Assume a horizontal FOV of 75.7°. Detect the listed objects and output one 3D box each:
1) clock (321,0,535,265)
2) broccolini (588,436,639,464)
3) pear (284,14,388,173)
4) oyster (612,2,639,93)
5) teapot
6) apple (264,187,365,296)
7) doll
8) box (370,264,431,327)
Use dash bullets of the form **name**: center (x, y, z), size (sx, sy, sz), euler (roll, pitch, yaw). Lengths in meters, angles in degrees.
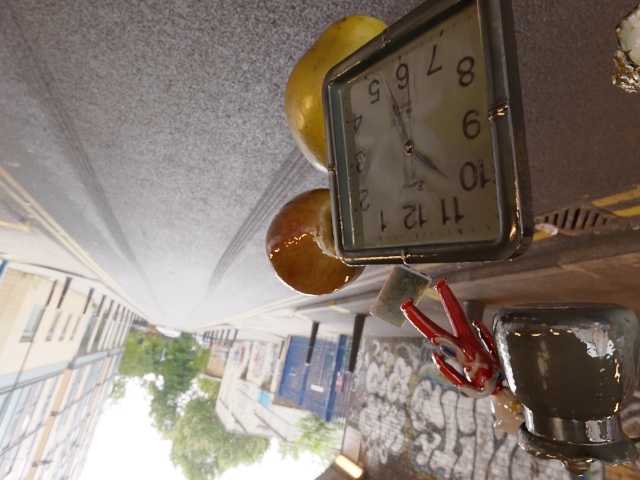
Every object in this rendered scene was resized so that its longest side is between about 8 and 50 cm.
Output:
- **clock**: center (0.103, -0.111, 0.478), size (0.049, 0.279, 0.273), euler (-5, 179, -35)
- **broccolini**: center (0.682, 0.458, 0.954), size (0.271, 0.062, 0.123), euler (-13, -176, -9)
- **pear**: center (0.080, -0.388, 1.156), size (0.362, 0.418, 0.362), euler (6, -160, -2)
- **oyster**: center (0.697, -0.365, 0.829), size (0.198, 0.260, 0.092), euler (-9, 158, 0)
- **teapot**: center (0.416, 0.259, 0.748), size (0.223, 0.285, 0.305), euler (-1, 173, -15)
- **apple**: center (0.000, 0.000, 1.013), size (0.264, 0.264, 0.264), euler (11, 163, 3)
- **doll**: center (0.351, 0.274, 0.952), size (0.188, 0.384, 0.099), euler (-26, 162, -31)
- **box**: center (0.299, 0.211, 1.559), size (0.142, 0.044, 0.285), euler (26, 128, 7)
